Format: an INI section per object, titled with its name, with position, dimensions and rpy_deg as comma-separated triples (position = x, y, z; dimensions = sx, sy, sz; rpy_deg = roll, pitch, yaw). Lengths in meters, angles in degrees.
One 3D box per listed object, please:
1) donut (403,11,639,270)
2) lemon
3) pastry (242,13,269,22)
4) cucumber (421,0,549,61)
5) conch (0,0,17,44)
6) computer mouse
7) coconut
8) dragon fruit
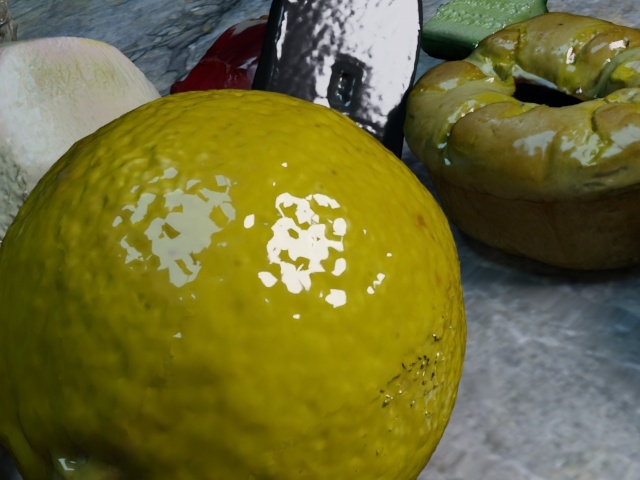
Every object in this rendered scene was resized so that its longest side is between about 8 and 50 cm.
[donut]
position = 0.186, -0.077, 0.768
dimensions = 0.208, 0.128, 0.261
rpy_deg = -31, 33, -16
[lemon]
position = -0.051, 0.050, 0.568
dimensions = 0.293, 0.293, 0.293
rpy_deg = -14, 32, 9
[pastry]
position = -0.042, -0.257, 1.234
dimensions = 0.169, 0.063, 0.087
rpy_deg = -20, 34, -3
[cucumber]
position = 0.172, -0.222, 1.066
dimensions = 0.116, 0.062, 0.115
rpy_deg = -42, 36, -21
[conch]
position = -0.487, -0.211, 1.322
dimensions = 0.291, 0.159, 0.210
rpy_deg = -46, 26, 34
[computer mouse]
position = 0.010, -0.130, 0.853
dimensions = 0.137, 0.270, 0.086
rpy_deg = 12, -10, -9
[coconut]
position = -0.236, -0.066, 0.864
dimensions = 0.227, 0.227, 0.230
rpy_deg = -27, 69, -13
[dragon fruit]
position = -0.075, -0.121, 0.979
dimensions = 0.163, 0.189, 0.261
rpy_deg = -3, 13, -38
